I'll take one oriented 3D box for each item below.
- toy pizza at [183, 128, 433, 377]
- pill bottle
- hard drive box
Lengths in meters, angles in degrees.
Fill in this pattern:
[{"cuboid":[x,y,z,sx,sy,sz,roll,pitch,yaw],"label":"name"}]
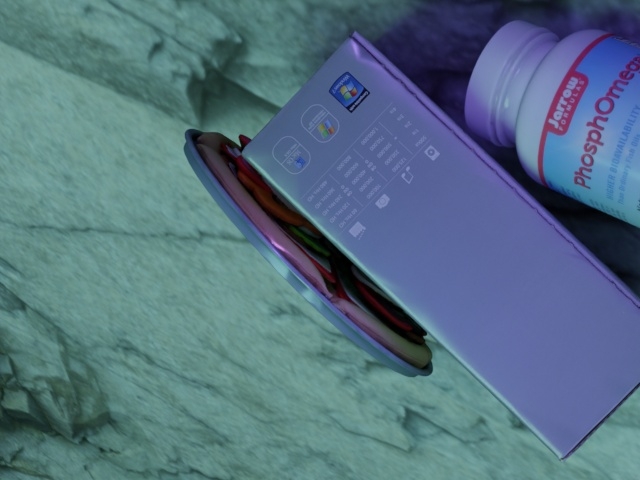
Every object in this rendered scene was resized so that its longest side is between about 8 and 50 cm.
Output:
[{"cuboid":[0.000,0.000,0.924,0.201,0.032,0.201,44,-172,-7],"label":"toy pizza"},{"cuboid":[0.157,-0.055,0.804,0.160,0.087,0.087,26,147,28],"label":"pill bottle"},{"cuboid":[0.078,-0.004,0.886,0.232,0.089,0.181,43,-173,1],"label":"hard drive box"}]
